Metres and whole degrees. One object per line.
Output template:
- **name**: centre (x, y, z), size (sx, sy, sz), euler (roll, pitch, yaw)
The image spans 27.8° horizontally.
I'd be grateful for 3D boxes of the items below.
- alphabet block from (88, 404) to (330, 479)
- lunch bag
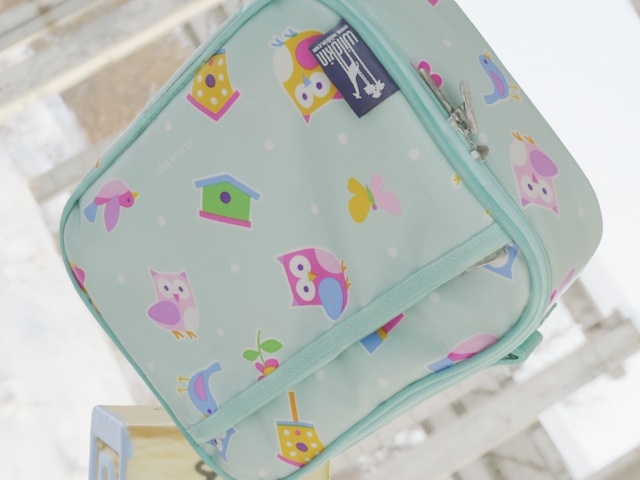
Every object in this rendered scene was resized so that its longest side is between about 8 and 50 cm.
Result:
- **alphabet block**: centre (-0.113, 0.259, 1.246), size (0.193, 0.197, 0.192), euler (-177, -91, -72)
- **lunch bag**: centre (0.000, 0.000, 0.692), size (0.279, 0.108, 0.224), euler (-38, -96, 38)
